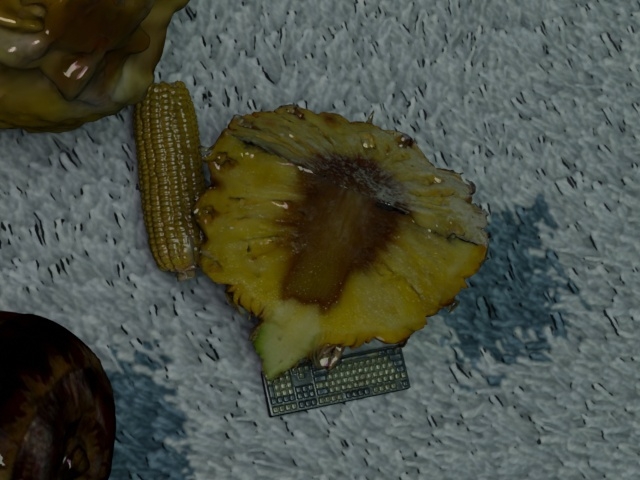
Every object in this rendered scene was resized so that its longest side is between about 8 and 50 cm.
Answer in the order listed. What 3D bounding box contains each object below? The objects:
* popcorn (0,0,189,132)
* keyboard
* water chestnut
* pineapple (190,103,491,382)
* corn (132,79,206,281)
[{"bbox_3d":[-0.316,-0.285,1.831,0.390,0.344,0.354,-10,95,26],"label":"popcorn"},{"bbox_3d":[0.019,0.164,2.050,0.176,0.014,0.055,-10,82,-18],"label":"keyboard"},{"bbox_3d":[-0.363,0.199,1.806,0.300,0.300,0.300,2,82,-17],"label":"water chestnut"},{"bbox_3d":[-0.001,0.003,2.012,0.344,0.209,0.286,23,121,-5],"label":"pineapple"},{"bbox_3d":[-0.168,-0.070,1.992,0.080,0.080,0.238,-4,81,-18],"label":"corn"}]
